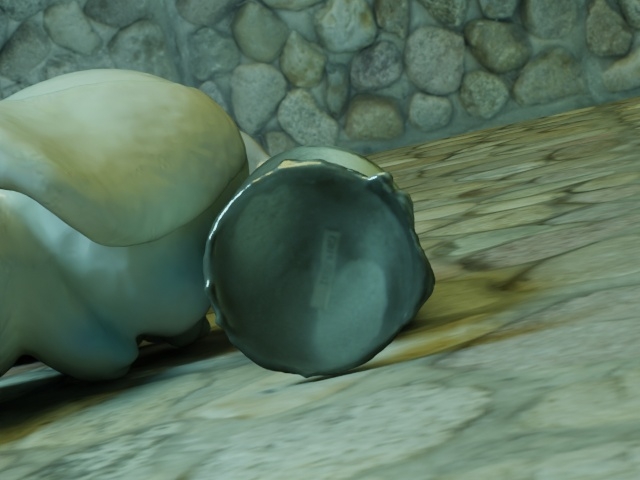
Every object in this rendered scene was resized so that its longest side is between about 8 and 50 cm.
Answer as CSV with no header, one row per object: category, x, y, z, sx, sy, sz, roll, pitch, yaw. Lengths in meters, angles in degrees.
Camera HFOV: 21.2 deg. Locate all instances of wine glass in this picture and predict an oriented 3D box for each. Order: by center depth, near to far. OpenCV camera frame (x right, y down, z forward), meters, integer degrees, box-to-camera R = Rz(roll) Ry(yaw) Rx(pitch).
wine glass,0.000,0.000,0.848,0.103,0.103,0.222,-12,6,2

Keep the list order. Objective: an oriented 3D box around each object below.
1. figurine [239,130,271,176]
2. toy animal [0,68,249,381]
figurine,-0.121,-0.029,1.263,0.193,0.154,0.421,2,4,9
toy animal,-0.179,-0.002,0.904,0.249,0.174,0.289,-9,7,27
